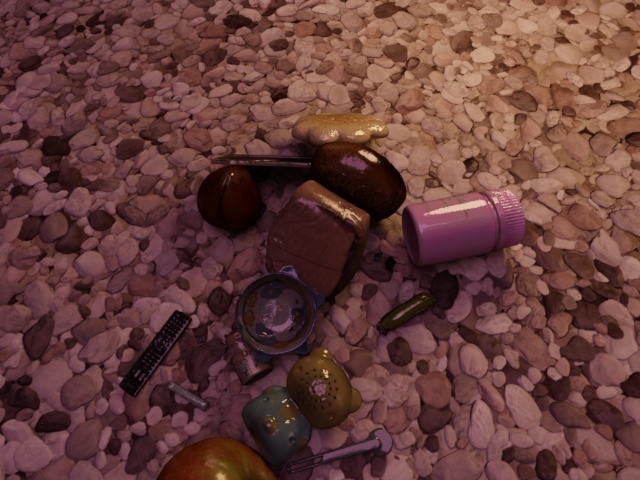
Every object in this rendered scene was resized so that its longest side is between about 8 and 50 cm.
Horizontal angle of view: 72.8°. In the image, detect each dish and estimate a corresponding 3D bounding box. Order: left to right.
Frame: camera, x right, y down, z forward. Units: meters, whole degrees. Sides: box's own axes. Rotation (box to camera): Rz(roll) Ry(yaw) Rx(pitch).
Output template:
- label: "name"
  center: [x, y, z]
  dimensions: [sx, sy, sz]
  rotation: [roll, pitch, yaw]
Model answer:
- label: "dish"
  center: [-0.105, 0.195, 1.126]
  dimensions: [0.228, 0.086, 0.236]
  rotation: [41, 81, 0]

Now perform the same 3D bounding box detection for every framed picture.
- label: "framed picture"
  center: [-0.161, -0.245, 1.329]
  dimensions: [0.290, 0.213, 0.016]
  rotation: [3, 106, 4]

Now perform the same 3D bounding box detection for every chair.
- label: "chair"
  center: [0.197, 0.062, 1.249]
  dimensions: [0.037, 0.042, 0.086]
  rotation: [-48, 36, -18]

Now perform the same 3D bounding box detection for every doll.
- label: "doll"
  center: [-0.045, 0.392, 1.039]
  dimensions: [0.261, 0.161, 0.177]
  rotation: [-34, 67, -9]

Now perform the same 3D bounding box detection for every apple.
- label: "apple"
  center: [-0.219, 0.584, 0.908]
  dimensions: [0.250, 0.277, 0.309]
  rotation: [-39, 50, 12]

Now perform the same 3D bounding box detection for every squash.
- label: "squash"
  center: [0.231, 0.194, 1.178]
  dimensions: [0.184, 0.052, 0.052]
  rotation: [-30, 68, -7]

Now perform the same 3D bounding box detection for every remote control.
- label: "remote control"
  center: [-0.443, 0.301, 1.174]
  dimensions: [0.063, 0.025, 0.245]
  rotation: [29, 71, 16]

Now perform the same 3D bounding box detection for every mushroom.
- label: "mushroom"
  center: [0.097, -0.159, 1.216]
  dimensions: [0.163, 0.297, 0.278]
  rotation: [-55, 33, -6]

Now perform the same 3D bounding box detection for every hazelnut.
- label: "hazelnut"
  center: [-0.264, -0.132, 1.265]
  dimensions: [0.209, 0.208, 0.208]
  rotation: [-1, 66, 2]

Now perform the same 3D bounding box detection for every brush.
- label: "brush"
  center: [0.046, 0.518, 1.055]
  dimensions: [0.266, 0.027, 0.062]
  rotation: [-16, 65, 0]

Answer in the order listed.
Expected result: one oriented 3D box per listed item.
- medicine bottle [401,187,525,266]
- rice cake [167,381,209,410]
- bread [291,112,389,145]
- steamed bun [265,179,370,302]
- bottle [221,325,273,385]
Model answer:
- label: "medicine bottle"
  center: [0.388, -0.038, 1.204]
  dimensions: [0.291, 0.178, 0.178]
  rotation: [-12, 66, -3]
- label: "rice cake"
  center: [-0.343, 0.402, 1.125]
  dimensions: [0.121, 0.021, 0.022]
  rotation: [23, 74, 15]
- label: "bread"
  center: [0.059, -0.353, 1.343]
  dimensions: [0.317, 0.054, 0.316]
  rotation: [0, 27, 0]
- label: "steamed bun"
  center: [0.000, 0.000, 1.175]
  dimensions: [0.252, 0.301, 0.199]
  rotation: [29, 33, 5]
- label: "bottle"
  center: [-0.197, 0.290, 1.128]
  dimensions: [0.099, 0.099, 0.152]
  rotation: [-29, 71, -10]
